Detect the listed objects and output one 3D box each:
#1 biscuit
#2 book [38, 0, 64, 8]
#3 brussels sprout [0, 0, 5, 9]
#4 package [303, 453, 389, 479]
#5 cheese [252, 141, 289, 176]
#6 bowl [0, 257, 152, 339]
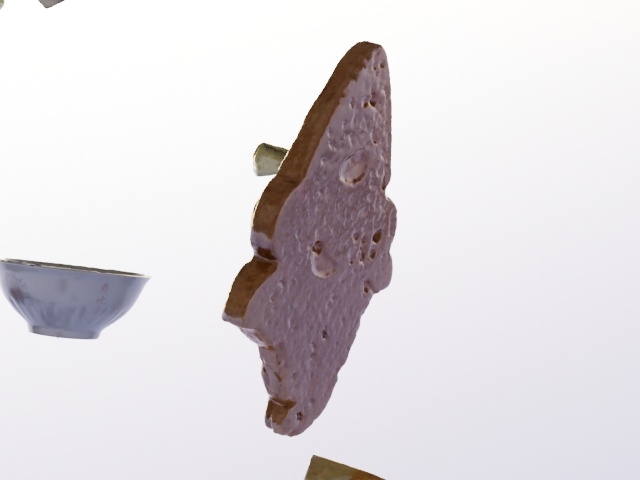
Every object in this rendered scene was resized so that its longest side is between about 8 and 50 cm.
[{"bbox_3d":[0.000,0.000,0.739,0.043,0.280,0.183,12,-172,30],"label":"biscuit"},{"bbox_3d":[-0.302,-0.340,0.980,0.026,0.231,0.161,-25,-146,24],"label":"book"},{"bbox_3d":[-0.421,-0.277,1.129,0.122,0.149,0.151,-34,178,10],"label":"brussels sprout"},{"bbox_3d":[0.086,0.458,1.435,0.311,0.221,0.165,23,-164,3],"label":"package"},{"bbox_3d":[-0.042,-0.089,1.278,0.083,0.044,0.030,16,-170,-28],"label":"cheese"},{"bbox_3d":[-0.300,0.071,1.259,0.189,0.086,0.189,7,178,0],"label":"bowl"}]
